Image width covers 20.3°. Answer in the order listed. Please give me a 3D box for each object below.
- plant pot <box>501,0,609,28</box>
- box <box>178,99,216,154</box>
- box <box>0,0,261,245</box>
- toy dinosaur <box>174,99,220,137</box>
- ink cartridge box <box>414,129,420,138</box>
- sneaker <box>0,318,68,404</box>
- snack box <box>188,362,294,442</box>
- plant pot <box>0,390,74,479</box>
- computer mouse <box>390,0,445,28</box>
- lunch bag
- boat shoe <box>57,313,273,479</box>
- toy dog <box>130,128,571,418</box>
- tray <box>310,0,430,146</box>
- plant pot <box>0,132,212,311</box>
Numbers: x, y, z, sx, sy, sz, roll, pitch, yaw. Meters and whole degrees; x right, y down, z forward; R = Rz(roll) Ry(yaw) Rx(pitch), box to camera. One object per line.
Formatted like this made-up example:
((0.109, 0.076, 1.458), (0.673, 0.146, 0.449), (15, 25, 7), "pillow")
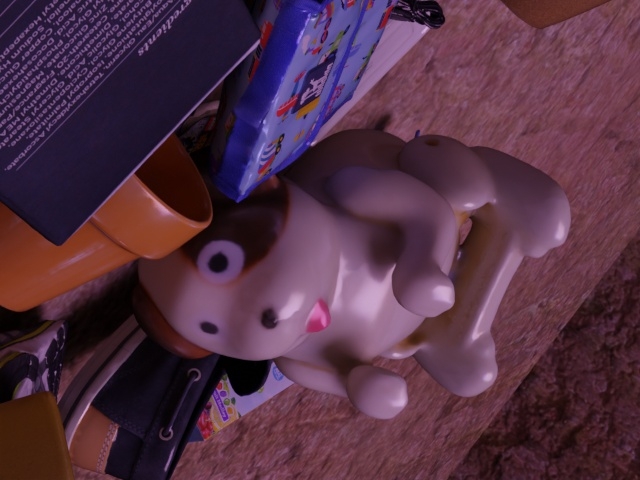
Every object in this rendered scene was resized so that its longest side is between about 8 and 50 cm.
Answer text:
((0.313, -0.375, 2.098), (0.254, 0.237, 0.237), (-41, 165, 26), "plant pot")
((-0.166, -0.084, 1.863), (0.137, 0.027, 0.094), (-57, 158, 21), "box")
((-0.247, -0.212, 1.091), (0.212, 0.293, 0.395), (-47, 159, -4), "box")
((-0.173, -0.100, 1.750), (0.268, 0.064, 0.118), (-29, 158, -18), "toy dinosaur")
((0.031, 0.008, 2.295), (0.311, 0.065, 0.186), (-62, -179, 36), "ink cartridge box")
((-0.334, 0.130, 1.806), (0.300, 0.121, 0.111), (-18, 118, -84), "sneaker")
((-0.136, 0.183, 2.222), (0.174, 0.070, 0.207), (-14, -169, 47), "snack box")
((-0.314, 0.294, 1.635), (0.212, 0.187, 0.212), (-17, 147, -22), "plant pot")
((0.126, -0.328, 1.985), (0.106, 0.042, 0.193), (9, 123, -29), "computer mouse")
((-0.028, -0.187, 1.673), (0.221, 0.138, 0.293), (-64, 178, 35), "lunch bag")
((-0.109, 0.097, 2.058), (0.500, 0.156, 0.186), (-50, 164, -37), "boat shoe")
((0.000, 0.000, 1.855), (0.408, 0.395, 0.284), (-10, 141, -48), "toy dog")
((0.042, -0.204, 2.076), (0.270, 0.030, 0.145), (-46, 159, -9), "tray")
((-0.232, -0.040, 1.598), (0.188, 0.205, 0.205), (-37, 162, 13), "plant pot")
